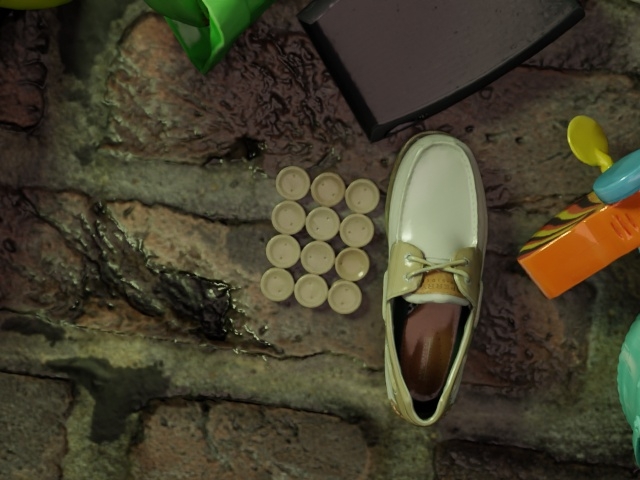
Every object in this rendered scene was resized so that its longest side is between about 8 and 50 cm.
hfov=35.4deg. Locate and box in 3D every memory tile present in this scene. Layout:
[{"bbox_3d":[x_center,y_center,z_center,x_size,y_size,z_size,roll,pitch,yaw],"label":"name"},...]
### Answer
[{"bbox_3d":[0.000,0.000,1.063,0.113,0.012,0.148,9,99,-1],"label":"memory tile"}]

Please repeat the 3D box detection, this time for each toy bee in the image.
[{"bbox_3d":[0.345,-0.046,0.998,0.298,0.162,0.195,-10,109,27],"label":"toy bee"}]

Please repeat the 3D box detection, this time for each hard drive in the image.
[{"bbox_3d":[0.122,-0.225,1.002,0.254,0.054,0.172,-30,98,5],"label":"hard drive"}]

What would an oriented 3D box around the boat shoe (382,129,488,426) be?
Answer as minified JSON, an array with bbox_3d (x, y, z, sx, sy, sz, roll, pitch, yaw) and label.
[{"bbox_3d":[0.119,0.041,1.022,0.113,0.103,0.302,0,99,0],"label":"boat shoe"}]

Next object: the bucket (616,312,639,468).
[{"bbox_3d":[0.438,0.160,0.999,0.281,0.183,0.281,0,100,1],"label":"bucket"}]

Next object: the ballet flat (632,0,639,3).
[{"bbox_3d":[0.407,-0.255,0.946,0.400,0.139,0.139,24,99,-6],"label":"ballet flat"}]

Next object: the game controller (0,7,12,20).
[{"bbox_3d":[-0.397,-0.223,0.926,0.166,0.067,0.319,35,62,3],"label":"game controller"}]

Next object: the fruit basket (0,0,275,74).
[{"bbox_3d":[-0.204,-0.306,0.875,0.391,0.283,0.392,0,92,-12],"label":"fruit basket"}]
